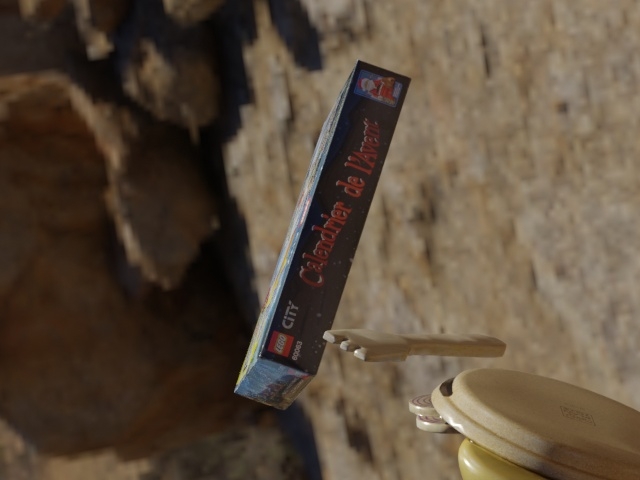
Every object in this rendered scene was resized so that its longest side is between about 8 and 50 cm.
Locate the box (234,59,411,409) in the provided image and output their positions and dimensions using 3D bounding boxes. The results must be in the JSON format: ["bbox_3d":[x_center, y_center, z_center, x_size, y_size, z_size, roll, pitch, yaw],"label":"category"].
[{"bbox_3d":[0.000,0.000,1.415,0.159,0.044,0.233,126,163,-74],"label":"box"}]

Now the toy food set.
[{"bbox_3d":[0.100,0.092,0.809,0.192,0.132,0.039,28,105,40],"label":"toy food set"}]
